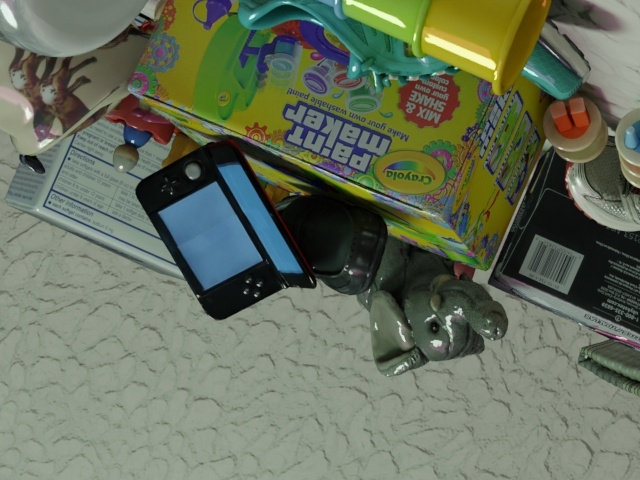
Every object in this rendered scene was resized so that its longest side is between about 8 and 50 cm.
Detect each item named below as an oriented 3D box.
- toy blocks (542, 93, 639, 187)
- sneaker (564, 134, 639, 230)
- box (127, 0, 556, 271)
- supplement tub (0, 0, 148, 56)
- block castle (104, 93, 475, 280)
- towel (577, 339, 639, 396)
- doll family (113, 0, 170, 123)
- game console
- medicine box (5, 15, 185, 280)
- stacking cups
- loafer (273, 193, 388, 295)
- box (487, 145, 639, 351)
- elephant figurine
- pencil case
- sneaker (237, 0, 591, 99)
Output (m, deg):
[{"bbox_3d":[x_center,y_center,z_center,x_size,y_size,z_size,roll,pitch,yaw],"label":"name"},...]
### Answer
[{"bbox_3d":[0.250,-0.095,1.458,0.123,0.054,0.148,22,176,16],"label":"toy blocks"},{"bbox_3d":[0.333,-0.045,1.571,0.225,0.088,0.093,19,167,-14],"label":"sneaker"},{"bbox_3d":[0.032,-0.123,1.472,0.290,0.177,0.279,23,177,16],"label":"box"},{"bbox_3d":[-0.270,-0.264,1.104,0.338,0.207,0.207,22,176,22],"label":"supplement tub"},{"bbox_3d":[-0.020,-0.090,2.026,0.303,0.213,0.453,21,176,42],"label":"block castle"},{"bbox_3d":[0.503,0.129,1.968,0.312,0.056,0.324,-11,-168,-17],"label":"towel"},{"bbox_3d":[-0.237,-0.231,1.830,0.118,0.163,0.263,3,-167,-32],"label":"doll family"},{"bbox_3d":[-0.082,-0.005,1.424,0.144,0.124,0.085,60,-165,-9],"label":"game console"},{"bbox_3d":[-0.230,-0.125,2.228,0.263,0.289,0.149,26,174,-28],"label":"medicine box"},{"bbox_3d":[0.001,-0.199,1.182,0.316,0.096,0.096,22,176,14],"label":"stacking cups"},{"bbox_3d":[0.000,0.000,1.452,0.078,0.076,0.223,18,-179,-15],"label":"loafer"},{"bbox_3d":[0.327,0.023,1.824,0.247,0.163,0.142,24,175,3],"label":"box"},{"bbox_3d":[0.117,0.076,1.848,0.186,0.169,0.239,44,-163,-53],"label":"elephant figurine"},{"bbox_3d":[-0.335,-0.245,1.415,0.410,0.160,0.183,43,149,-18],"label":"pencil case"},{"bbox_3d":[0.068,-0.159,1.259,0.275,0.110,0.107,22,176,11],"label":"sneaker"}]
